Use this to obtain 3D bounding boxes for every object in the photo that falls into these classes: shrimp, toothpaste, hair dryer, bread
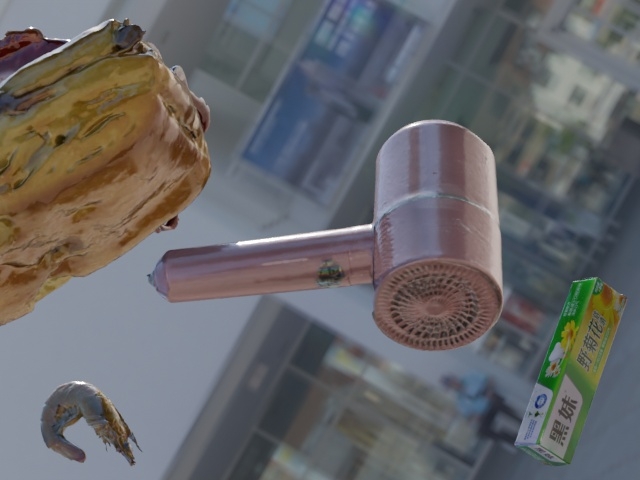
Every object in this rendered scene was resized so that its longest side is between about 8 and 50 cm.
[{"bbox_3d":[-0.296,0.241,1.962,0.095,0.162,0.045,-32,-34,-23],"label":"shrimp"},{"bbox_3d":[0.232,0.120,1.432,0.037,0.043,0.178,-15,46,55],"label":"toothpaste"},{"bbox_3d":[0.000,0.000,1.520,0.210,0.352,0.125,-86,-13,-45],"label":"hair dryer"},{"bbox_3d":[-0.186,-0.037,1.093,0.235,0.099,0.210,-36,-19,-6],"label":"bread"}]

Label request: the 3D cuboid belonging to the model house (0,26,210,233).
[{"bbox_3d":[-0.275,-0.118,1.634,0.196,0.254,0.160,44,-124,-66],"label":"model house"}]
